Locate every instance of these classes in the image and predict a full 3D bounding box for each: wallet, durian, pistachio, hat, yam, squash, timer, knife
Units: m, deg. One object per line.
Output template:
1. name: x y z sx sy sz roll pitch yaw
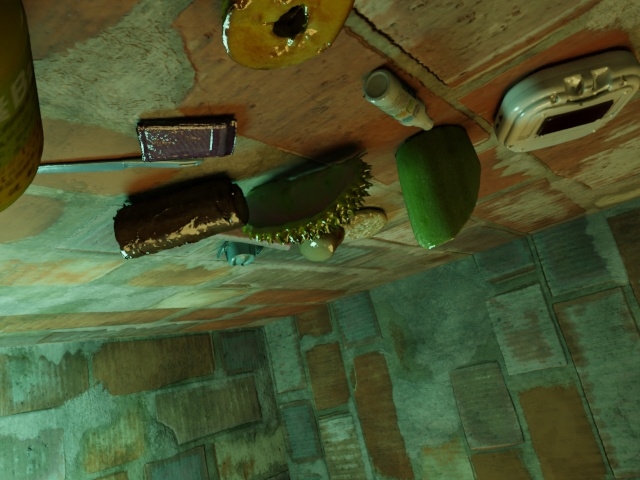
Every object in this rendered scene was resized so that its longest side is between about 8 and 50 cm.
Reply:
1. wallet: -0.233 -0.176 0.853 0.166 0.030 0.111 -8 165 -16
2. durian: -0.042 -0.080 1.081 0.352 0.169 0.158 -17 175 23
3. pistachio: 0.000 0.000 1.488 0.129 0.131 0.206 1 165 -18
4. hat: -0.250 0.042 1.521 0.138 0.078 0.191 -7 163 -29
5. yam: -0.306 -0.052 1.065 0.280 0.131 0.131 -16 164 4
6. squash: 0.279 -0.107 1.092 0.189 0.260 0.189 -13 162 -4
7. timer: 0.501 -0.275 1.001 0.262 0.087 0.237 -15 164 4
8. knife: -0.376 -0.140 0.900 0.313 0.019 0.044 -6 166 -18

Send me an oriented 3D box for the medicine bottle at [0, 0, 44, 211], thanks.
1. medicine bottle: -0.369 -0.171 0.403 0.224 0.224 0.384 -5 162 -26

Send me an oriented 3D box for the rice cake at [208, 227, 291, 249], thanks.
1. rice cake: -0.203 -0.026 1.344 0.056 0.072 0.365 -21 161 33

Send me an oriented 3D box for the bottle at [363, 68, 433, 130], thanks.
1. bottle: 0.153 -0.242 0.881 0.060 0.060 0.217 -22 161 30

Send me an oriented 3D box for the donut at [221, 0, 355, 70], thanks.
1. donut: -0.042 -0.283 0.578 0.162 0.065 0.178 -10 164 -30

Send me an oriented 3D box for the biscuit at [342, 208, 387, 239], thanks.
1. biscuit: 0.127 -0.050 1.580 0.188 0.040 0.265 -14 163 4
